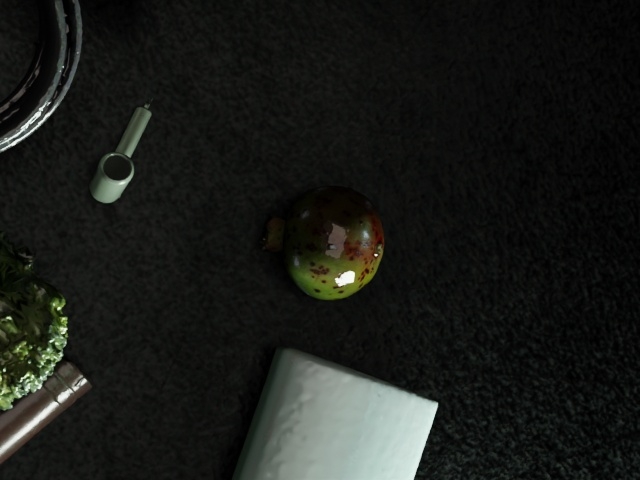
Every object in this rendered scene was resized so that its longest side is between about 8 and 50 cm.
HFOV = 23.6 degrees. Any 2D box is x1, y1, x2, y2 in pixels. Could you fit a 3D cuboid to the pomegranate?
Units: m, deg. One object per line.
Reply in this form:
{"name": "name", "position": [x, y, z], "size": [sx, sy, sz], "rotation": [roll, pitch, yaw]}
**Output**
{"name": "pomegranate", "position": [0.006, 0.000, 1.656], "size": [0.130, 0.130, 0.130], "rotation": [0, 89, -13]}

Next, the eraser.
{"name": "eraser", "position": [-0.005, 0.280, 1.657], "size": [0.189, 0.104, 0.290], "rotation": [20, 85, -7]}

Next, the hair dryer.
{"name": "hair dryer", "position": [-0.209, -0.103, 1.648], "size": [0.038, 0.063, 0.124], "rotation": [26, 64, -10]}

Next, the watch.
{"name": "watch", "position": [-0.349, -0.230, 1.521], "size": [0.335, 0.314, 0.327], "rotation": [26, 96, -22]}

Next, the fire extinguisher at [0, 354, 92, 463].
{"name": "fire extinguisher", "position": [-0.368, 0.205, 1.590], "size": [0.268, 0.072, 0.089], "rotation": [-40, 103, -10]}

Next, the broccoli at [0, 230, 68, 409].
{"name": "broccoli", "position": [-0.369, 0.073, 1.535], "size": [0.198, 0.176, 0.226], "rotation": [-38, 92, -19]}
